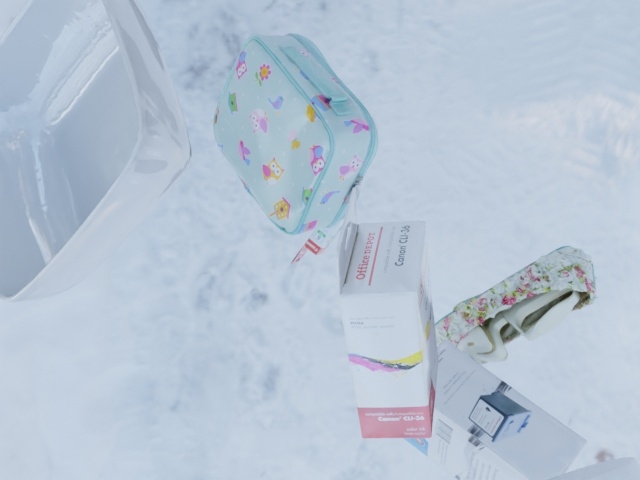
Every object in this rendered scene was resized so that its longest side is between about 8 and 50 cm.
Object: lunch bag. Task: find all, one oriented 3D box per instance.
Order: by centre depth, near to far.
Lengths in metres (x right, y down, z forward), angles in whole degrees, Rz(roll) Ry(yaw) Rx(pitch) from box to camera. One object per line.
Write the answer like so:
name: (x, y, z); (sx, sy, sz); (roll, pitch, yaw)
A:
lunch bag: (-0.035, -0.160, 1.538); (0.279, 0.108, 0.224); (53, 132, 30)

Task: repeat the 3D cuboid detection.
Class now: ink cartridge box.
ink cartridge box: (0.062, 0.062, 0.917); (0.067, 0.115, 0.198); (-3, 122, 11)
ink cartridge box: (0.185, 0.219, 1.162); (0.191, 0.082, 0.139); (34, 154, 22)
ink cartridge box: (0.000, 0.000, 1.737); (0.029, 0.063, 0.115); (38, 99, 8)

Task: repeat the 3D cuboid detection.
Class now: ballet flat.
ballet flat: (0.215, 0.093, 1.219); (0.241, 0.091, 0.077); (-37, 42, 20)

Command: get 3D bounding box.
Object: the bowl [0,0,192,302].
bowl: (-0.120, -0.052, 0.522); (0.142, 0.053, 0.142); (-43, 56, 30)

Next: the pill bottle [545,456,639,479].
pill bottle: (0.170, 0.220, 0.583); (0.108, 0.108, 0.180); (-25, 78, 26)
